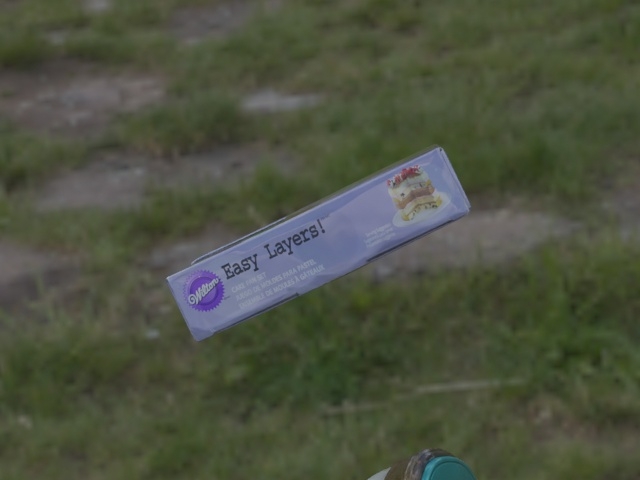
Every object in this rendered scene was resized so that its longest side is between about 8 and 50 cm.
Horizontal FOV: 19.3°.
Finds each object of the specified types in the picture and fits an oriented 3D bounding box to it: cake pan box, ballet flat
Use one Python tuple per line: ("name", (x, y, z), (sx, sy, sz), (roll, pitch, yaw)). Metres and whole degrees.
("cake pan box", (0.000, 0.000, 1.646), (0.267, 0.070, 0.246), (-26, 0, 6))
("ballet flat", (0.112, 0.269, 1.846), (0.124, 0.116, 0.342), (6, -11, 28))
